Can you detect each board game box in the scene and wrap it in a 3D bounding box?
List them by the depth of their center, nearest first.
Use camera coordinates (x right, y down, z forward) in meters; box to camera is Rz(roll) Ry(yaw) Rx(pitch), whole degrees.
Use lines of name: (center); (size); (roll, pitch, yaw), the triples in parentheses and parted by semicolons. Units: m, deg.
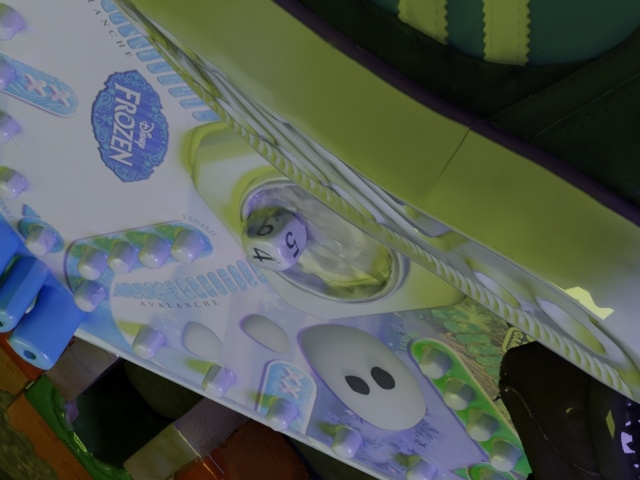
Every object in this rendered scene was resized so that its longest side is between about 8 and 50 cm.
board game box: (0.000, 0.000, 0.901); (0.390, 0.050, 0.390); (25, 144, 8)

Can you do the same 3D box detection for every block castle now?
block castle: (-0.211, 0.175, 1.227); (0.453, 0.303, 0.213); (51, 150, 1)

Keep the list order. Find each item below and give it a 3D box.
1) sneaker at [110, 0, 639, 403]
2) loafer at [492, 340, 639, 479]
sneaker: (0.080, -0.109, 0.656); (0.323, 0.236, 0.130); (36, 173, 37)
loafer: (0.128, 0.112, 0.851); (0.078, 0.080, 0.220); (14, 138, 34)
